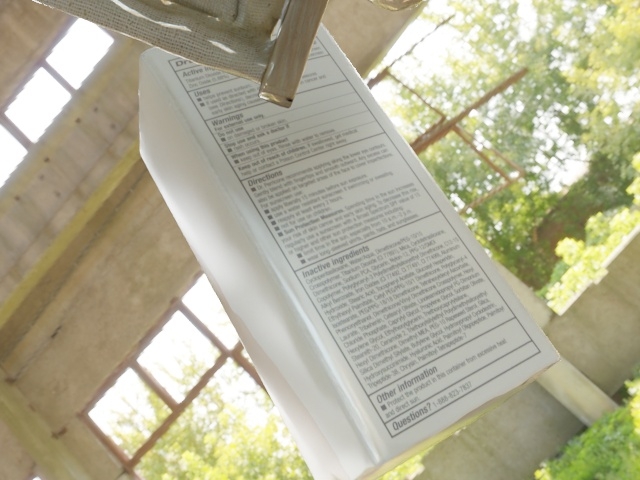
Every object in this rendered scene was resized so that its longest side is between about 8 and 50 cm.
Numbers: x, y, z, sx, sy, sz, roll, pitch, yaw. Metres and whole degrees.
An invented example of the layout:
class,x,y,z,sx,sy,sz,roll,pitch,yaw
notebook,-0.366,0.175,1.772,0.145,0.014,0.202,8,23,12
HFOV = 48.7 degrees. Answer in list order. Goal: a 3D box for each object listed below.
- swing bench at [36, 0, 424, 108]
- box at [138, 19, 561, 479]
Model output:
class,x,y,z,sx,sy,sz,roll,pitch,yaw
swing bench,-0.087,-0.175,0.240,0.255,0.253,0.165,-151,80,-78
box,0.000,0.000,0.496,0.148,0.311,0.121,-20,-23,-25
